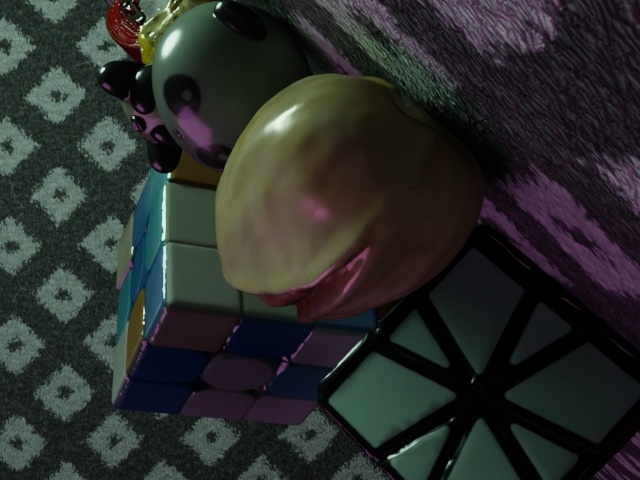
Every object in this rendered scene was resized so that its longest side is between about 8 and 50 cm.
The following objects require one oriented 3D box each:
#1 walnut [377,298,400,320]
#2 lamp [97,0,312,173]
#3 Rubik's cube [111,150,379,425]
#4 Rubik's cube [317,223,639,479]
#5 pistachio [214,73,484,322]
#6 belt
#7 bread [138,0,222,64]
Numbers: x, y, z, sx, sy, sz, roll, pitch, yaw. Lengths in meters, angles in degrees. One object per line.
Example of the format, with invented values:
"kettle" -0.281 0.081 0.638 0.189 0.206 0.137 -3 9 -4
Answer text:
"walnut" 0.080 0.040 1.793 0.209 0.209 0.336 -157 41 -85
"lamp" -0.124 -0.169 1.077 0.244 0.197 0.198 -7 143 35
"Rubik's cube" -0.136 0.073 1.555 0.347 0.346 0.344 8 -128 -21
"Rubik's cube" 0.206 0.197 1.132 0.288 0.293 0.283 45 177 24
"pistachio" 0.019 -0.032 0.862 0.230 0.230 0.309 44 144 -6
"belt" -0.309 -0.386 1.712 0.201 0.128 0.124 44 180 44
"bread" -0.082 -0.172 1.326 0.333 0.143 0.323 44 177 6
